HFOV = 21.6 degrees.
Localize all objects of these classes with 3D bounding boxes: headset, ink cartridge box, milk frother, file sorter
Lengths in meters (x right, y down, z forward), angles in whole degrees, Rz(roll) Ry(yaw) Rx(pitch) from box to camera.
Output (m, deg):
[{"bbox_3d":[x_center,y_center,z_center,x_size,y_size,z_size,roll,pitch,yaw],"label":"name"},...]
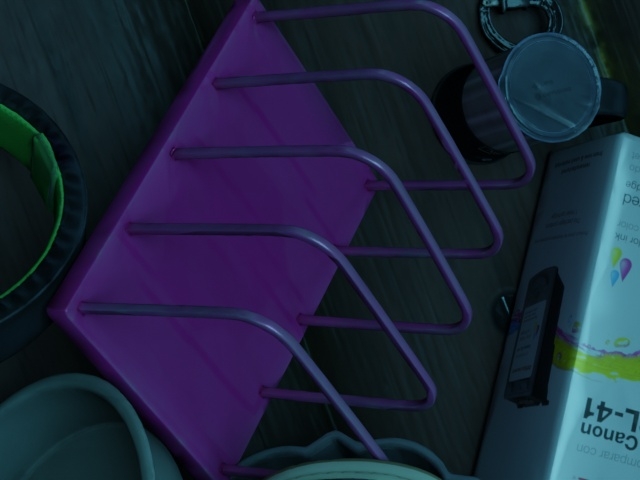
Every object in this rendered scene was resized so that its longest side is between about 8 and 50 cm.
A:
[{"bbox_3d":[-0.340,-0.009,1.054,0.394,0.185,0.243,-19,57,-21],"label":"headset"},{"bbox_3d":[0.271,0.094,1.328,0.226,0.131,0.306,16,79,-17],"label":"ink cartridge box"},{"bbox_3d":[0.161,-0.142,1.306,0.129,0.135,0.143,-16,91,-20],"label":"milk frother"},{"bbox_3d":[0.000,0.000,1.137,0.202,0.182,0.290,55,49,-37],"label":"file sorter"}]

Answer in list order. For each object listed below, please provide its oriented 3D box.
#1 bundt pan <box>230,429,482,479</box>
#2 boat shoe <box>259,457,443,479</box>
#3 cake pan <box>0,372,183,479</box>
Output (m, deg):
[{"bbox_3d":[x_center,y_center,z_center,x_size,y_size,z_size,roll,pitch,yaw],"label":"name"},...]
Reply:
[{"bbox_3d":[0.009,0.303,1.148,0.331,0.331,0.124,-52,139,-16],"label":"bundt pan"},{"bbox_3d":[-0.040,0.213,1.085,0.103,0.285,0.092,57,32,-35],"label":"boat shoe"},{"bbox_3d":[-0.186,0.232,1.089,0.054,0.293,0.293,29,76,-36],"label":"cake pan"}]
